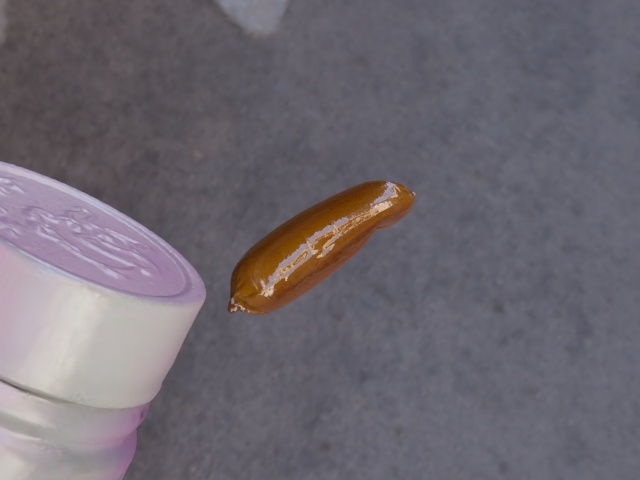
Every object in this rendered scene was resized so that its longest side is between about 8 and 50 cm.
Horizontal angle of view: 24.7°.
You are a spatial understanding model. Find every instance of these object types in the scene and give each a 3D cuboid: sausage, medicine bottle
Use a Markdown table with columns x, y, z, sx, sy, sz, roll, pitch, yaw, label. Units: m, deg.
| x | y | z | sx | sy | sz | roll | pitch | yaw | label |
| --- | --- | --- | --- | --- | --- | --- | --- | --- | --- |
| 0.000 | 0.000 | 1.114 | 0.183 | 0.062 | 0.054 | -34 | 102 | -20 | sausage |
| -0.236 | 0.129 | 0.992 | 0.212 | 0.325 | 0.212 | 25 | 12 | -6 | medicine bottle |
